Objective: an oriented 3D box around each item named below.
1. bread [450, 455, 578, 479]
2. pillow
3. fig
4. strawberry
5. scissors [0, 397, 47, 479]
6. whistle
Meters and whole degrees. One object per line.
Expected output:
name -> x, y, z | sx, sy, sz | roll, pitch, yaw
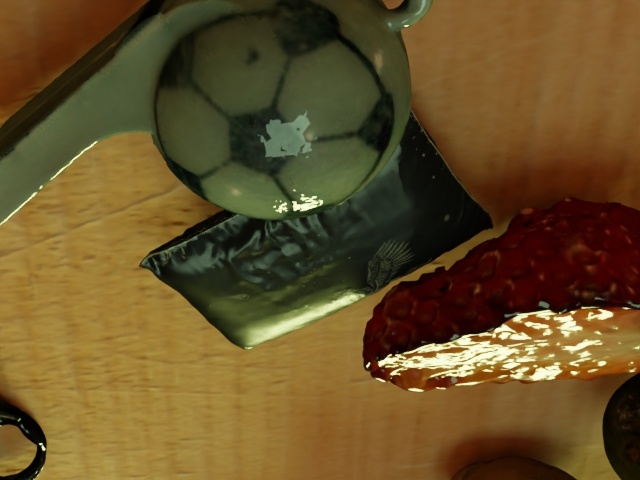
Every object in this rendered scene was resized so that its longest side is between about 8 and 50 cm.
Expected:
bread -> 0.190, 0.237, 1.264 | 0.189, 0.077, 0.114 | 37, 154, -25
pillow -> 0.000, 0.000, 0.977 | 0.208, 0.055, 0.141 | -28, 138, 15
fig -> 0.314, 0.143, 1.178 | 0.178, 0.117, 0.117 | -20, 144, -25
strawberry -> 0.142, 0.031, 1.011 | 0.237, 0.111, 0.190 | -8, 159, 5
scissors -> -0.258, 0.096, 1.054 | 0.109, 0.022, 0.300 | -6, 138, -12
whistle -> -0.051, -0.069, 0.819 | 0.290, 0.163, 0.163 | -35, 133, 26
